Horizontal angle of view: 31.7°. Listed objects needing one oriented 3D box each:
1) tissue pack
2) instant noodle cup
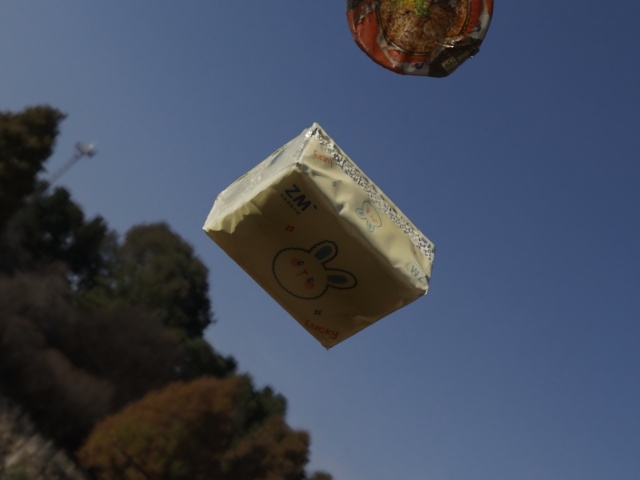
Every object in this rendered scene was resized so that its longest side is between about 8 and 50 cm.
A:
[{"bbox_3d":[0.000,0.000,1.147,0.148,0.092,0.196,-34,-69,31],"label":"tissue pack"},{"bbox_3d":[0.093,-0.214,0.987,0.127,0.127,0.135,45,19,-4],"label":"instant noodle cup"}]
